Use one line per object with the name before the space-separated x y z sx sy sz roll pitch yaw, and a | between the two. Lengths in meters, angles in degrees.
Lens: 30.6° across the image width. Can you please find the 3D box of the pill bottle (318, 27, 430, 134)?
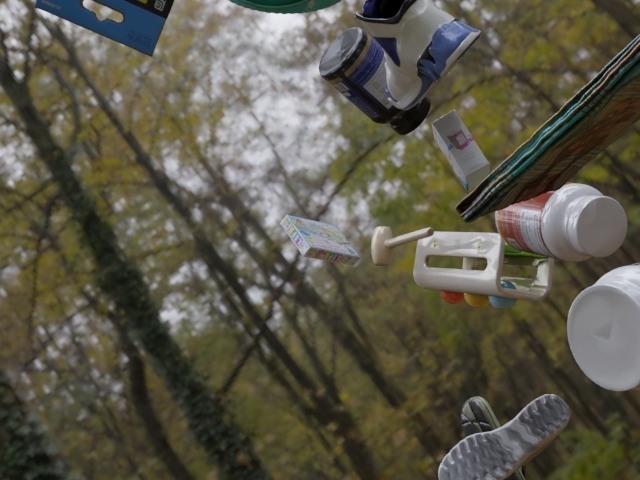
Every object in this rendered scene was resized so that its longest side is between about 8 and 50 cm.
pill bottle | 0.111 -0.308 2.307 0.219 0.123 0.123 38 -72 -27

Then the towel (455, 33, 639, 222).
towel | 0.346 -0.155 1.366 0.271 0.040 0.370 -18 -22 -50

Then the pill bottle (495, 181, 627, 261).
pill bottle | 0.374 -0.031 1.815 0.121 0.121 0.216 -33 17 -16

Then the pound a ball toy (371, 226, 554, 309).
pound a ball toy | 0.253 0.053 2.183 0.208 0.136 0.319 9 -4 -28

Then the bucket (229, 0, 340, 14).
bucket | -0.058 -0.483 1.779 0.281 0.281 0.183 -28 -39 -31

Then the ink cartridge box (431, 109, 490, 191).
ink cartridge box | 0.251 -0.160 2.086 0.052 0.122 0.088 -28 -18 1

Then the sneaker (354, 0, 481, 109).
sneaker | 0.147 -0.341 1.932 0.127 0.182 0.315 -44 0 -10

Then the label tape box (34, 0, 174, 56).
label tape box | -0.344 -0.518 1.996 0.240 0.106 0.334 19 -84 -38

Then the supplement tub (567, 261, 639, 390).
supplement tub | 0.647 0.150 2.203 0.324 0.235 0.235 -12 -30 -36

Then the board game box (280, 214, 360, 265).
board game box | 0.000 0.000 2.422 0.154 0.103 0.026 12 -57 -46

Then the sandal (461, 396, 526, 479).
sandal | 0.405 0.483 2.572 0.086 0.303 0.120 -3 -25 -37

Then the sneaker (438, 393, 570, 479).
sneaker | 0.358 0.408 2.234 0.281 0.105 0.115 -29 -30 -3
